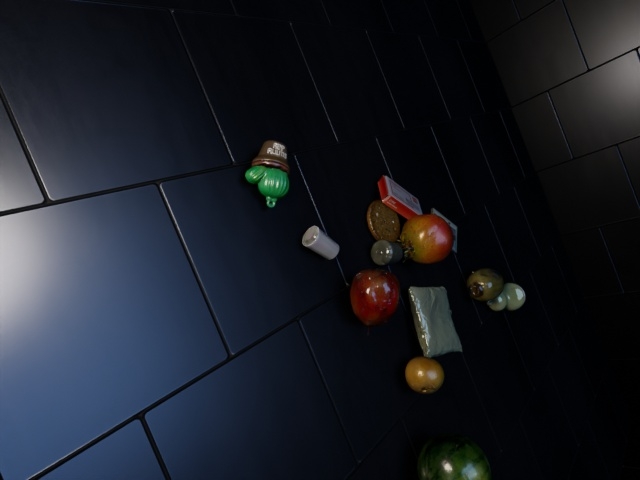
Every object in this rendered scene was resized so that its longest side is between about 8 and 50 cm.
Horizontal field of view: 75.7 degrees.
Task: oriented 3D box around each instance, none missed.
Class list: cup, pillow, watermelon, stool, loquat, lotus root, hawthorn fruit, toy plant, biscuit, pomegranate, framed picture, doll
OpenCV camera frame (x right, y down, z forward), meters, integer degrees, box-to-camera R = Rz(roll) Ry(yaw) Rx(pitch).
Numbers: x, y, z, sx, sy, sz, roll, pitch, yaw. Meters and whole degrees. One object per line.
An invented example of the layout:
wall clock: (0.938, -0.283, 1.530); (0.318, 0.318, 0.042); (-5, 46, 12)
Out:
cup: (0.000, 0.000, 1.363); (0.116, 0.074, 0.104); (35, 27, -34)
pillow: (0.459, 0.324, 1.664); (0.274, 0.076, 0.280); (7, 66, -44)
watermelon: (0.449, 0.781, 1.391); (0.242, 0.242, 0.242); (15, 66, -38)
stool: (0.252, 0.046, 1.553); (0.110, 0.096, 0.096); (2, 75, -46)
loquat: (0.377, 0.487, 1.488); (0.141, 0.141, 0.141); (15, 66, -38)
lotus root: (0.800, 0.204, 1.970); (0.278, 0.154, 0.153); (-10, 83, -49)
hawthorn fruit: (0.186, 0.209, 1.396); (0.181, 0.181, 0.235); (-6, 100, -43)
toy plant: (-0.157, -0.203, 1.259); (0.143, 0.105, 0.200); (14, 78, -30)
biscuit: (0.249, -0.072, 1.634); (0.188, 0.027, 0.187); (14, 69, -39)
pomegranate: (0.415, -0.002, 1.643); (0.235, 0.210, 0.210); (-25, 93, -22)
framed picture: (0.581, -0.045, 1.935); (0.203, 0.015, 0.150); (31, 57, -32)
doll: (0.927, 0.291, 2.084); (0.297, 0.117, 0.141); (-4, 85, -29)

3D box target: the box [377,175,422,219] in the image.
box: (0.329, -0.168, 1.701); (0.229, 0.050, 0.122); (29, 39, -32)
